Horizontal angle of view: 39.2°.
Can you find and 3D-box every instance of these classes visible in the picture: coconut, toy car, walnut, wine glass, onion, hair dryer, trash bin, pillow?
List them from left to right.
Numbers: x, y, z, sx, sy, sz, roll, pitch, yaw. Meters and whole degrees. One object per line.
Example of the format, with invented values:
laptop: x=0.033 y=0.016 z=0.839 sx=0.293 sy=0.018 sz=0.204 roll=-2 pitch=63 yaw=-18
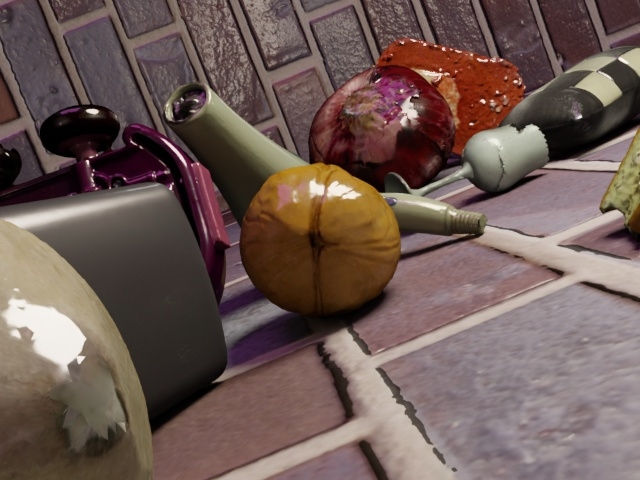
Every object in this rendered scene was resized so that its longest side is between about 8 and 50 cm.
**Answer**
coconut: x=-0.175 y=0.090 z=0.390 sx=0.222 sy=0.202 sz=0.202 roll=-22 pitch=6 yaw=29
trash bin: x=-0.217 y=0.071 z=0.636 sx=0.182 sy=0.209 sz=0.290 roll=-17 pitch=3 yaw=37
toy car: x=-0.246 y=0.033 z=0.944 sx=0.340 sy=0.271 sz=0.240 roll=-18 pitch=-12 yaw=8
hair dryer: x=-0.023 y=-0.071 z=0.936 sx=0.298 sy=0.296 sz=0.119 roll=-9 pitch=56 yaw=50
walnut: x=0.000 y=0.000 z=0.798 sx=0.144 sy=0.144 sz=0.180 roll=-22 pitch=4 yaw=-7
onion: x=0.108 y=-0.157 z=1.456 sx=0.252 sy=0.219 sz=0.252 roll=-24 pitch=45 yaw=26
wine glass: x=0.180 y=-0.083 z=1.094 sx=0.195 sy=0.079 sz=0.079 roll=-25 pitch=8 yaw=-16
pillow: x=0.366 y=-0.190 z=1.235 sx=0.250 sy=0.106 sz=0.186 roll=-30 pitch=10 yaw=-27

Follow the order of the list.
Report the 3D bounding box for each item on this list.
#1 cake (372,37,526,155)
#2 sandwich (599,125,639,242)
cake: x=0.222 y=-0.248 z=1.581 sx=0.282 sy=0.177 sz=0.151 roll=15 pitch=11 yaw=4
sandwich: x=0.312 y=-0.097 z=0.648 sx=0.235 sy=0.128 sz=0.122 roll=-20 pitch=-1 yaw=4
